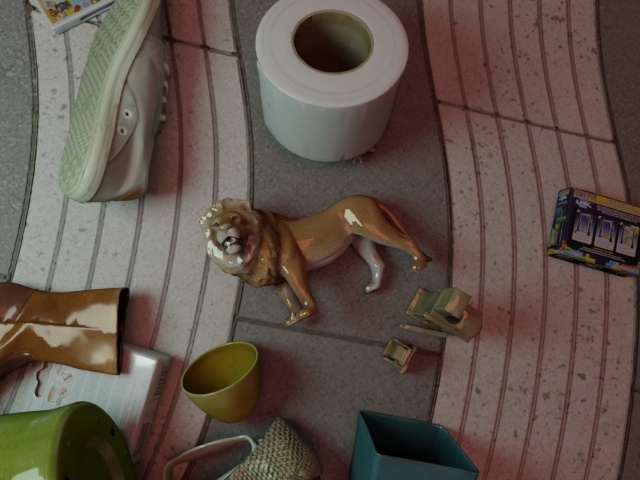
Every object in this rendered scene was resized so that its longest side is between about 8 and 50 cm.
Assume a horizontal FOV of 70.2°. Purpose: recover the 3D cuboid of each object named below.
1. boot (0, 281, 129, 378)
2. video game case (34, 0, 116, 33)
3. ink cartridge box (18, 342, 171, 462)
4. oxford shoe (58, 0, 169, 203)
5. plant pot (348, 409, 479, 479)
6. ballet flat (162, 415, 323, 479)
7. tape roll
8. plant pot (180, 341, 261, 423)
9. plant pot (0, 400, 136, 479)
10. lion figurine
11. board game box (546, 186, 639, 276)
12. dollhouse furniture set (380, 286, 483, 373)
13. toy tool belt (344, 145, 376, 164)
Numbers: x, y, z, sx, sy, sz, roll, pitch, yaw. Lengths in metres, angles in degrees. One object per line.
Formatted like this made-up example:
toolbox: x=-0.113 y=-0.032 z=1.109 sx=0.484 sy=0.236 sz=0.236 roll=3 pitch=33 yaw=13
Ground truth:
boot: x=-0.468 y=0.202 z=0.757 sx=0.281 sy=0.096 sz=0.264 roll=4 pitch=71 yaw=-2
video game case: x=-0.467 y=-0.533 z=0.861 sx=0.206 sy=0.026 sz=0.226 roll=-32 pitch=90 yaw=-8
ink cartridge box: x=-0.392 y=0.260 z=0.791 sx=0.225 sy=0.056 sz=0.180 roll=14 pitch=83 yaw=14
oxford shoe: x=-0.336 y=-0.267 z=0.807 sx=0.130 sy=0.169 sz=0.448 roll=21 pitch=70 yaw=-45
plant pot: x=0.133 y=0.445 z=0.769 sx=0.166 sy=0.165 sz=0.234 roll=12 pitch=91 yaw=-5
ballet flat: x=-0.229 y=0.460 z=0.744 sx=0.483 sy=0.164 sz=0.182 roll=-32 pitch=67 yaw=-14
tape roll: x=0.016 y=-0.283 z=0.789 sx=0.246 sy=0.169 sz=0.246 roll=1 pitch=70 yaw=-2
plant pot: x=-0.155 y=0.252 z=0.778 sx=0.134 sy=0.134 sz=0.095 roll=-21 pitch=111 yaw=-8
plant pot: x=-0.454 y=0.390 z=0.599 sx=0.353 sy=0.366 sz=0.366 roll=-19 pitch=87 yaw=-7
lion figurine: x=0.000 y=0.000 z=0.822 sx=0.392 sy=0.142 sz=0.240 roll=-18 pitch=79 yaw=-22
board game box: x=0.554 y=-0.016 z=0.911 sx=0.170 sy=0.048 sz=0.141 roll=16 pitch=81 yaw=-4
dollhouse furniture set: x=0.203 y=0.175 z=0.786 sx=0.101 sy=0.182 sz=0.160 roll=31 pitch=82 yaw=-3
toy tool belt: x=0.061 y=-0.171 z=0.877 sx=0.083 sy=0.052 sz=0.051 roll=19 pitch=114 yaw=-1
